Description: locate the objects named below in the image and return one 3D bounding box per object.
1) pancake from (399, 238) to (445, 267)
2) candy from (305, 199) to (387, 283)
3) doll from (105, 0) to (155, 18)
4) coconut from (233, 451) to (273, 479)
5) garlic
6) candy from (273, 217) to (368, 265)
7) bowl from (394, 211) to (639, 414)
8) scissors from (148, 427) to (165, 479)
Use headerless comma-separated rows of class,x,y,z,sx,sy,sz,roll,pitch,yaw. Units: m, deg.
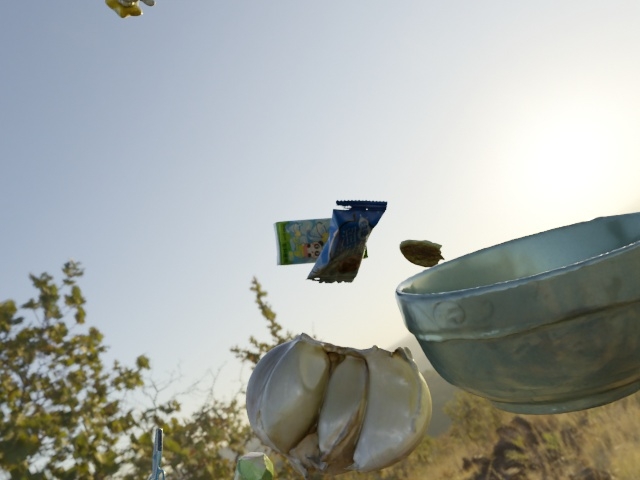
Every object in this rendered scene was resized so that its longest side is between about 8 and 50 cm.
pancake,0.250,0.029,1.503,0.116,0.023,0.130,7,-28,22
candy,0.032,0.004,0.804,0.088,0.038,0.136,-3,-53,-39
doll,-0.521,-0.643,1.601,0.113,0.072,0.135,-12,-24,36
coconut,-0.136,0.477,1.241,0.082,0.083,0.081,-4,-51,-18
garlic,0.019,0.259,0.907,0.280,0.203,0.185,9,-27,11
candy,0.000,0.000,1.300,0.194,0.097,0.062,-5,-4,-9
bowl,0.244,0.081,0.656,0.306,0.164,0.307,-15,0,0
scissors,-0.290,0.390,1.072,0.014,0.119,0.058,27,-53,-34
